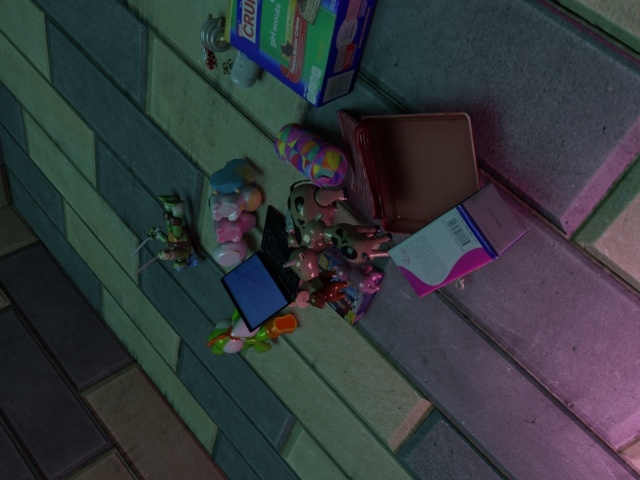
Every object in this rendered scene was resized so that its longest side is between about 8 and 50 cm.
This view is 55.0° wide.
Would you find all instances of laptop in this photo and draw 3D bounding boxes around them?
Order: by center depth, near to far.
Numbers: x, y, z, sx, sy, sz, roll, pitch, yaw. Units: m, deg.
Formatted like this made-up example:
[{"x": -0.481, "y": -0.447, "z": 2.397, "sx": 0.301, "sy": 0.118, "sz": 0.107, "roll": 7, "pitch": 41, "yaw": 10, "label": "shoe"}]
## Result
[{"x": -0.170, "y": 0.079, "z": 1.754, "sx": 0.234, "sy": 0.137, "sz": 0.264, "roll": 52, "pitch": 142, "yaw": 38, "label": "laptop"}]

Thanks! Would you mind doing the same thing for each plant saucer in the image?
[{"x": 0.211, "y": -0.129, "z": 1.213, "sx": 0.259, "sy": 0.048, "sz": 0.258, "roll": 9, "pitch": 120, "yaw": 46, "label": "plant saucer"}]

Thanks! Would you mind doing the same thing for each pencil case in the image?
[{"x": -0.026, "y": -0.199, "z": 1.432, "sx": 0.236, "sy": 0.105, "sz": 0.104, "roll": -137, "pitch": 34, "yaw": -57, "label": "pencil case"}]

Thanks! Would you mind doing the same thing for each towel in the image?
[{"x": 0.079, "y": -0.168, "z": 1.312, "sx": 0.275, "sy": 0.031, "sz": 0.198, "roll": -114, "pitch": 10, "yaw": -70, "label": "towel"}]

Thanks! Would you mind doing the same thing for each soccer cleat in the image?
[{"x": -0.309, "y": -0.505, "z": 1.674, "sx": 0.036, "sy": 0.029, "sz": 0.083, "roll": 9, "pitch": 118, "yaw": 57, "label": "soccer cleat"}]

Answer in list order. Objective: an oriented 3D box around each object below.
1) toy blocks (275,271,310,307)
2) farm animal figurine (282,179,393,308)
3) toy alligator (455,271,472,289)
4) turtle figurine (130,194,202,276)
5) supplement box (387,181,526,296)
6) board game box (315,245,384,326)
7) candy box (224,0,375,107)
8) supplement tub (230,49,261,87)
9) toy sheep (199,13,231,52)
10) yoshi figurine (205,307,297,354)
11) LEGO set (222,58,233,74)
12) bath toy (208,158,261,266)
[{"x": -0.107, "y": 0.139, "z": 1.851, "sx": 0.148, "sy": 0.054, "sz": 0.123, "roll": 4, "pitch": 117, "yaw": 49, "label": "toy blocks"}, {"x": 0.000, "y": 0.000, "z": 1.408, "sx": 0.330, "sy": 0.172, "sz": 0.326, "roll": -55, "pitch": 47, "yaw": 54, "label": "farm animal figurine"}, {"x": 0.318, "y": 0.032, "z": 1.276, "sx": 0.056, "sy": 0.051, "sz": 0.189, "roll": 46, "pitch": 153, "yaw": 31, "label": "toy alligator"}, {"x": -0.555, "y": -0.015, "z": 2.131, "sx": 0.275, "sy": 0.198, "sz": 0.266, "roll": 5, "pitch": 105, "yaw": 2, "label": "turtle figurine"}, {"x": 0.245, "y": 0.004, "z": 1.132, "sx": 0.111, "sy": 0.114, "sz": 0.220, "roll": 56, "pitch": 142, "yaw": 3, "label": "supplement box"}, {"x": 0.056, "y": 0.096, "z": 1.622, "sx": 0.194, "sy": 0.060, "sz": 0.194, "roll": 44, "pitch": 141, "yaw": 23, "label": "board game box"}, {"x": -0.054, "y": -0.485, "z": 1.302, "sx": 0.317, "sy": 0.122, "sz": 0.268, "roll": 42, "pitch": 141, "yaw": 25, "label": "candy box"}, {"x": -0.180, "y": -0.441, "z": 1.525, "sx": 0.071, "sy": 0.071, "sz": 0.107, "roll": 51, "pitch": 144, "yaw": 13, "label": "supplement tub"}, {"x": -0.264, "y": -0.523, "z": 1.562, "sx": 0.132, "sy": 0.091, "sz": 0.091, "roll": 39, "pitch": 141, "yaw": 48, "label": "toy sheep"}, {"x": -0.227, "y": 0.278, "z": 2.038, "sx": 0.203, "sy": 0.203, "sz": 0.362, "roll": 31, "pitch": 138, "yaw": -29, "label": "yoshi figurine"}, {"x": -0.233, "y": -0.456, "z": 1.626, "sx": 0.083, "sy": 0.024, "sz": 0.054, "roll": 44, "pitch": 141, "yaw": 42, "label": "LEGO set"}, {"x": -0.255, "y": -0.071, "z": 1.827, "sx": 0.348, "sy": 0.152, "sz": 0.129, "roll": 99, "pitch": 167, "yaw": -44, "label": "bath toy"}]
